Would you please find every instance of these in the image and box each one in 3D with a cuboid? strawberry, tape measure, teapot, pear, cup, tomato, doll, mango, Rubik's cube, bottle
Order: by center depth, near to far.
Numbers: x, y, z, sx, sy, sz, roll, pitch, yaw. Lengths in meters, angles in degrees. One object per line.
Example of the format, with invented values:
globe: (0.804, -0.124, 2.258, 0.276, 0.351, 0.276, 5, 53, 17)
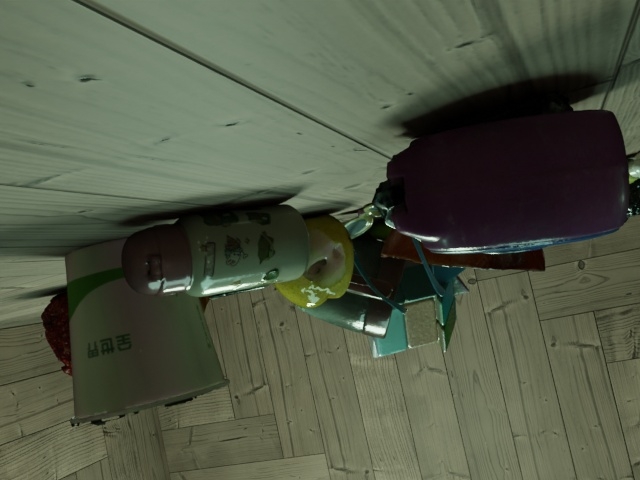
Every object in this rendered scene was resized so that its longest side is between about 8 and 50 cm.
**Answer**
tape measure: (0.185, -0.064, 0.691, 0.245, 0.149, 0.232, -6, -179, 25)
bottle: (-0.148, 0.016, 0.931, 0.253, 0.120, 0.120, -7, 174, -32)
cup: (-0.298, 0.139, 1.081, 0.253, 0.273, 0.253, -13, 174, -1)
pear: (-0.018, 0.038, 1.239, 0.178, 0.177, 0.178, -12, 176, -1)
doll: (0.637, -0.143, 1.380, 0.106, 0.062, 0.162, -15, 176, -28)
tomato: (0.308, -0.016, 1.388, 0.339, 0.143, 0.338, 4, -176, 0)
teapot: (0.034, 0.092, 1.599, 0.312, 0.233, 0.315, 12, 177, 6)
mango: (0.164, -0.025, 1.633, 0.073, 0.056, 0.108, -1, 175, -34)
strawberry: (-0.607, 0.218, 1.720, 0.221, 0.274, 0.274, 27, 168, -9)
Rubik's cube: (0.248, 0.145, 1.934, 0.359, 0.387, 0.368, -14, 174, -5)

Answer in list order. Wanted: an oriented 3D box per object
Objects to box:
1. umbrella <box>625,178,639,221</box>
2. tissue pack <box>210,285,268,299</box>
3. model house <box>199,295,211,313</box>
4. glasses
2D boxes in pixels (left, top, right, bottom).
umbrella: (0.641, -0.100, 1.640, 0.154, 0.128, 0.337, 8, 173, -27)
tissue pack: (-0.235, 0.098, 1.804, 0.170, 0.103, 0.090, -13, 171, 5)
model house: (-0.324, 0.099, 1.334, 0.229, 0.199, 0.220, -36, -133, -23)
glasses: (0.147, 0.024, 1.298, 0.088, 0.220, 0.190, -38, 180, -42)
